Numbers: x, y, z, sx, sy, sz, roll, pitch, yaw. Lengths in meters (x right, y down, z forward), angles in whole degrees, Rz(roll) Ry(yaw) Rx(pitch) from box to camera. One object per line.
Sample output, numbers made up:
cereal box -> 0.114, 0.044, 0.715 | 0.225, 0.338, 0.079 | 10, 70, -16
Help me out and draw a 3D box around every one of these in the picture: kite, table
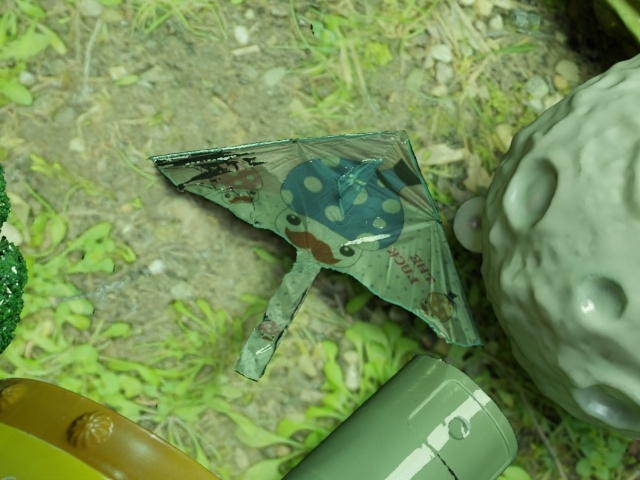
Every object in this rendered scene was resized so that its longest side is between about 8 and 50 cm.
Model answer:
kite -> 0.000, 0.000, 1.172 | 0.335, 0.011, 0.314 | 28, 53, 10
table -> 0.044, 0.209, 1.116 | 0.220, 0.126, 0.126 | -42, 91, -22

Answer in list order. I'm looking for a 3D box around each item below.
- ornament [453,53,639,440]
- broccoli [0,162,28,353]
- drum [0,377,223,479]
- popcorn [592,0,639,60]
ornament -> 0.304, 0.013, 1.131 | 0.337, 0.337, 0.337 | 4, 76, -16
broccoli -> -0.365, 0.025, 1.007 | 0.294, 0.265, 0.245 | -8, 44, -25
drum -> -0.137, 0.301, 0.875 | 0.431, 0.431, 0.214 | 44, 61, -2
popcorn -> 0.368, -0.258, 1.265 | 0.293, 0.293, 0.237 | 44, 106, -2
